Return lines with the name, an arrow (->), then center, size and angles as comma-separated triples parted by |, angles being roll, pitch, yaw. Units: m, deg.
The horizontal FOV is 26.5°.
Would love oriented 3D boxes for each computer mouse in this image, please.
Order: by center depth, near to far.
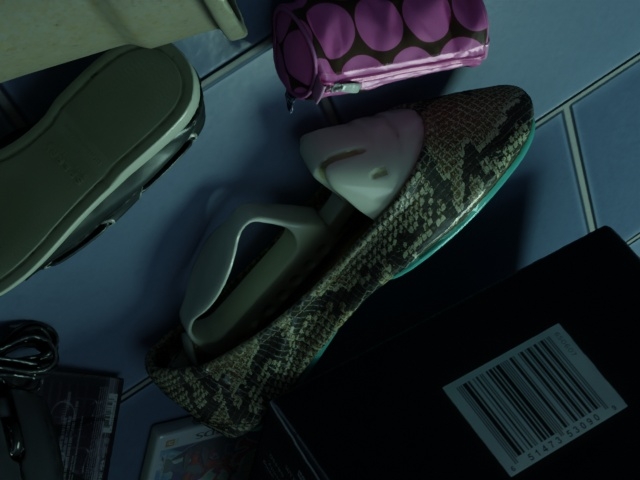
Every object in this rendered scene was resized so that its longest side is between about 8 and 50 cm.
computer mouse -> -0.303, 0.224, 1.277 | 0.188, 0.072, 0.272 | -13, 104, -46

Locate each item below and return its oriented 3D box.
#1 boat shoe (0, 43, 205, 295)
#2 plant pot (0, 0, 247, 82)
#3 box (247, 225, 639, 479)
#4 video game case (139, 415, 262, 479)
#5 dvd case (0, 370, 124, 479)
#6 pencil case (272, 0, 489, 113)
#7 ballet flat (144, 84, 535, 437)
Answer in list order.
boat shoe -> -0.234, -0.037, 1.143 | 0.340, 0.127, 0.113 | -42, 166, 3
plant pot -> -0.251, -0.209, 0.813 | 0.305, 0.334, 0.334 | -25, 143, 2
box -> 0.177, 0.299, 1.571 | 0.480, 0.297, 0.472 | -25, 153, -26
video game case -> -0.132, 0.275, 1.631 | 0.183, 0.023, 0.201 | -10, 136, -31
dvd case -> -0.296, 0.209, 1.353 | 0.221, 0.018, 0.164 | 13, 84, -49
pencil case -> 0.060, -0.182, 1.237 | 0.209, 0.098, 0.095 | -17, 139, -26
ballet flat -> 0.000, 0.000, 1.355 | 0.182, 0.164, 0.483 | 34, 108, -31
